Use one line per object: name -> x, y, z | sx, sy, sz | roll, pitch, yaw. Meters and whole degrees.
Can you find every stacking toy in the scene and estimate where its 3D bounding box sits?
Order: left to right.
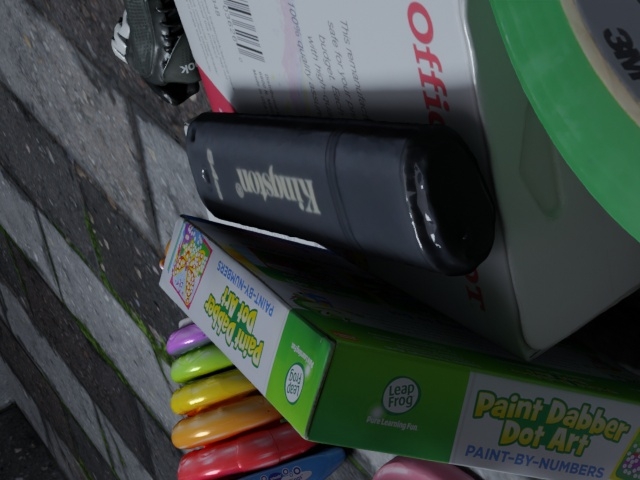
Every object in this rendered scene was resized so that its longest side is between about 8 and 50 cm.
stacking toy -> -0.103, 0.131, 1.308 | 0.166, 0.175, 0.301 | 145, 110, -67

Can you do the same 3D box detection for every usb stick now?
usb stick -> -0.002, -0.032, 0.668 | 0.278, 0.045, 0.077 | 14, 131, 61

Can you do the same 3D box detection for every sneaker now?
sneaker -> -0.126, -0.191, 1.052 | 0.106, 0.078, 0.234 | 53, 160, 13

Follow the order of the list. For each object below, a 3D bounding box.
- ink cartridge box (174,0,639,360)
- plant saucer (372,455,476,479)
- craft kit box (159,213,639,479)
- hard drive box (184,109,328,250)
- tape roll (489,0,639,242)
ink cartridge box -> 0.047, -0.097, 0.714 | 0.306, 0.131, 0.226 | 28, 141, 50
plant saucer -> 0.133, 0.353, 1.109 | 0.332, 0.084, 0.332 | 47, 154, 32
craft kit box -> 0.059, 0.063, 0.717 | 0.247, 0.250, 0.061 | 28, 102, 63
hard drive box -> 0.000, 0.000, 0.979 | 0.232, 0.089, 0.181 | 33, 144, 48
tape roll -> 0.173, -0.133, 0.391 | 0.321, 0.077, 0.321 | 33, 129, 52
